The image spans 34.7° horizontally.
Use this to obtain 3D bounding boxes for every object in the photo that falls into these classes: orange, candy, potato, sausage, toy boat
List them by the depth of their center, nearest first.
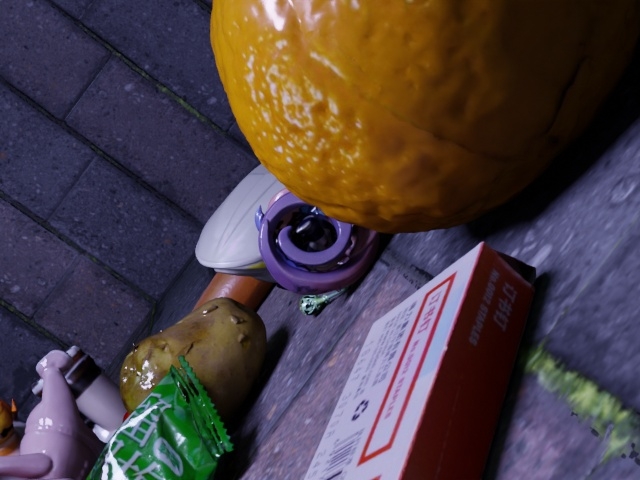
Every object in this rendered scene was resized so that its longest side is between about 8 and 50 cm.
[{"bbox_3d":[0.070,-0.180,0.750,0.340,0.293,0.340,-54,9,13],"label":"orange"},{"bbox_3d":[-0.159,0.226,0.968,0.203,0.078,0.141,-54,51,8],"label":"candy"},{"bbox_3d":[0.007,0.057,1.043,0.083,0.025,0.023,-29,53,48],"label":"candy"},{"bbox_3d":[-0.128,0.139,1.091,0.176,0.137,0.137,-34,0,-28],"label":"potato"},{"bbox_3d":[-0.037,-0.027,1.205,0.269,0.141,0.141,-55,9,-35],"label":"toy boat"},{"bbox_3d":[-0.122,0.081,1.398,0.197,0.076,0.076,-56,10,-8],"label":"sausage"}]

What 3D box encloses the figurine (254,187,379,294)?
[{"bbox_3d":[0.001,-0.010,1.038,0.157,0.126,0.114,-39,-45,-80],"label":"figurine"}]

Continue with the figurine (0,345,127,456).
[{"bbox_3d":[-0.346,0.318,1.266,0.323,0.196,0.320,-49,-36,-21],"label":"figurine"}]

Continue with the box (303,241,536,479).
[{"bbox_3d":[0.048,0.107,0.574,0.123,0.050,0.229,-41,15,44],"label":"box"}]

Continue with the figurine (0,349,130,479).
[{"bbox_3d":[-0.279,0.270,1.107,0.176,0.186,0.287,77,-155,-43],"label":"figurine"}]
